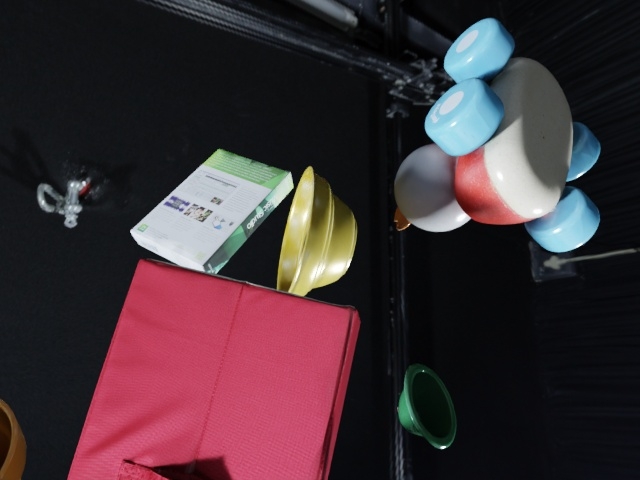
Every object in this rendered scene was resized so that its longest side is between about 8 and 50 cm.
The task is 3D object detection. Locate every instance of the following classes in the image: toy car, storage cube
[{"bbox_3d":[0.176,-0.094,0.585,0.219,0.238,0.210,36,-124,-23],"label":"toy car"},{"bbox_3d":[-0.070,0.140,0.420,0.183,0.215,0.193,12,-102,9],"label":"storage cube"}]

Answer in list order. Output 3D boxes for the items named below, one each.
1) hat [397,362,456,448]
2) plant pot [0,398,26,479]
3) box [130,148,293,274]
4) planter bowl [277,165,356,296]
[{"bbox_3d":[0.181,0.389,1.034,0.208,0.183,0.173,40,-142,-26],"label":"hat"},{"bbox_3d":[-0.494,0.340,0.616,0.205,0.188,0.205,5,-142,-4],"label":"plant pot"},{"bbox_3d":[-0.247,-0.076,1.092,0.322,0.232,0.058,-52,-30,-28],"label":"box"},{"bbox_3d":[0.000,0.000,0.729,0.090,0.217,0.217,12,-110,-11],"label":"planter bowl"}]
